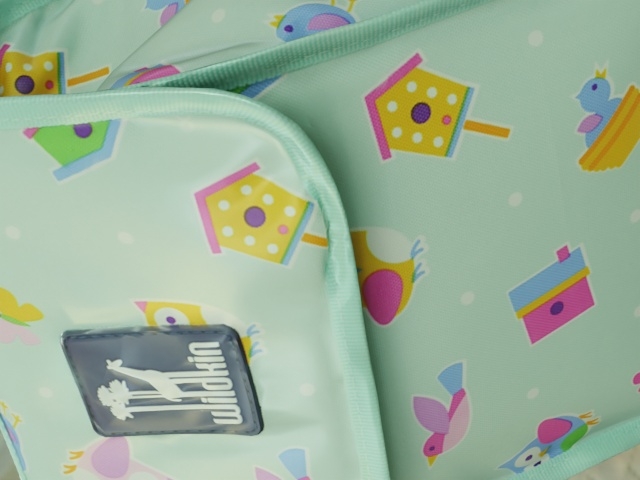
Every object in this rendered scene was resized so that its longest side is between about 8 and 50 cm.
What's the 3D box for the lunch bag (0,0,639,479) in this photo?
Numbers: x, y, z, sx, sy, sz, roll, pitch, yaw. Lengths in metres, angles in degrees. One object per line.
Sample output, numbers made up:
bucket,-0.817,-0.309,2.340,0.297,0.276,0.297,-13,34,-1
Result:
lunch bag,0.000,0.000,0.461,0.160,0.262,0.223,48,155,52
